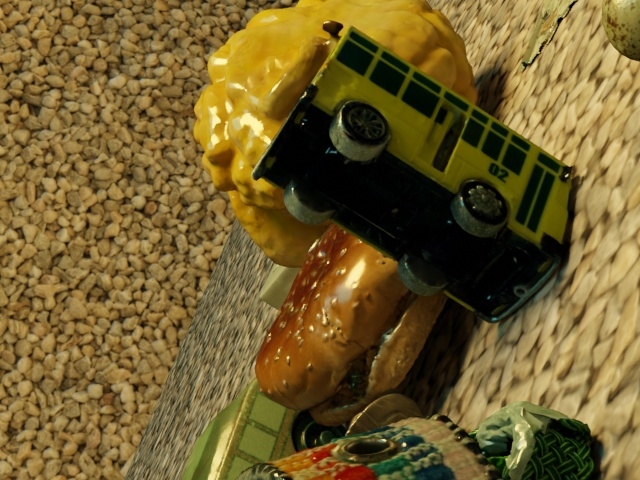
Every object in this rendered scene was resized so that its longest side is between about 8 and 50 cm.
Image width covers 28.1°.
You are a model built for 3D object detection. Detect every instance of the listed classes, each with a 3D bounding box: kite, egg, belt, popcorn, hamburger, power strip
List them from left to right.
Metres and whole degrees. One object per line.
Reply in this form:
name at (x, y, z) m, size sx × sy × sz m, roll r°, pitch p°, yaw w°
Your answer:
power strip at (0.001, 0.000, 1.950) m, size 0.385 × 0.062 × 0.091 m, roll -49°, pitch 15°, yaw 51°
popcorn at (0.027, -0.127, 1.563) m, size 0.349 × 0.349 × 0.381 m, roll -76°, pitch -22°, yaw -51°
belt at (0.017, 0.234, 0.814) m, size 0.207 × 0.160 × 0.295 m, roll 70°, pitch 156°, yaw 11°
hamburger at (0.049, 0.059, 1.295) m, size 0.286 × 0.146 × 0.243 m, roll -53°, pitch 8°, yaw 2°
belt at (0.122, 0.174, 0.888) m, size 0.151 × 0.079 × 0.121 m, roll -54°, pitch 14°, yaw 40°
kite at (0.321, -0.350, 1.373) m, size 0.406 × 0.014 × 0.368 m, roll -56°, pitch 12°, yaw 34°
egg at (0.275, -0.195, 1.027) m, size 0.110 × 0.085 × 0.085 m, roll -49°, pitch 10°, yaw -2°

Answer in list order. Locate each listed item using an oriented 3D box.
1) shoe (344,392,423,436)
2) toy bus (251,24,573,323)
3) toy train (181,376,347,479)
shoe at (0.041, 0.215, 1.230) m, size 0.169 × 0.071 × 0.099 m, roll -63°, pitch 4°, yaw 8°
toy bus at (0.091, -0.058, 1.134) m, size 0.128 × 0.262 × 0.150 m, roll -52°, pitch 9°, yaw 48°
toy train at (-0.066, 0.275, 1.349) m, size 0.129 × 0.159 × 0.326 m, roll -49°, pitch 17°, yaw 48°
